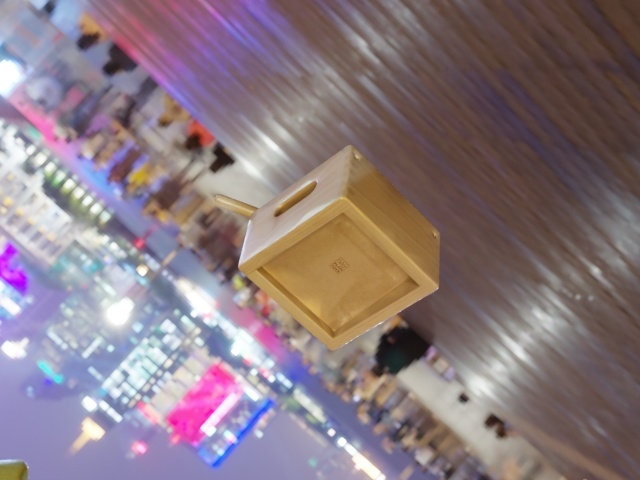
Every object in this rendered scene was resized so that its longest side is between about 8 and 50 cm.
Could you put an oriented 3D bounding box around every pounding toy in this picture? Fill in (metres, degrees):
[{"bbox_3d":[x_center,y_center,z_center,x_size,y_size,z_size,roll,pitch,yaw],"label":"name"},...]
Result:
[{"bbox_3d":[0.000,0.000,0.892,0.130,0.141,0.100,43,-149,-24],"label":"pounding toy"}]

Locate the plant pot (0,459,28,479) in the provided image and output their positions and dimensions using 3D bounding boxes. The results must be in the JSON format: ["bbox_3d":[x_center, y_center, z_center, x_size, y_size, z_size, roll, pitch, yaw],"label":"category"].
[{"bbox_3d":[-0.407,0.324,1.106,0.276,0.253,0.276,174,90,-70],"label":"plant pot"}]

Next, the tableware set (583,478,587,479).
[{"bbox_3d":[0.281,0.356,1.238,0.020,0.168,0.141,-2,106,43],"label":"tableware set"}]
